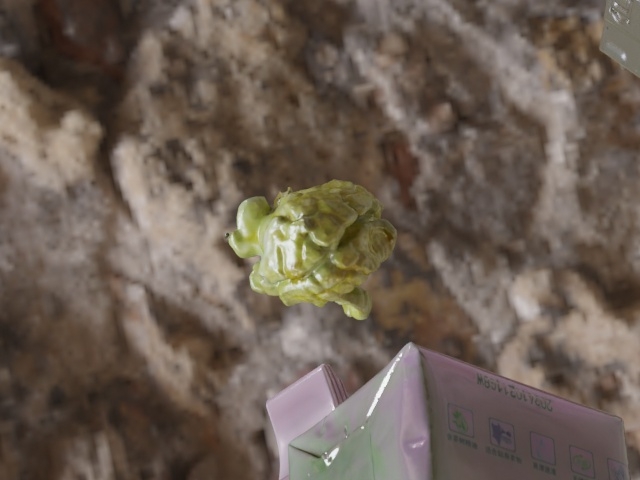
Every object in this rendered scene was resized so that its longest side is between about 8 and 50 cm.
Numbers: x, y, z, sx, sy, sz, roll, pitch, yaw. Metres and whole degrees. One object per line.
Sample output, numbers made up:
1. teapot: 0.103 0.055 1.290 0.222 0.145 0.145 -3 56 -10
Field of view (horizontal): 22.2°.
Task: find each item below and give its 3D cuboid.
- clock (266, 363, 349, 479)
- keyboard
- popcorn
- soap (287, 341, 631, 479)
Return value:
1. clock: 0.013 0.245 1.563 0.275 0.080 0.290 33 -154 -47
2. keyboard: 0.185 -0.092 0.830 0.129 0.015 0.049 47 143 48
3. popcorn: 0.000 0.000 1.573 0.162 0.141 0.135 44 160 15
4. soap: 0.100 0.192 1.179 0.182 0.199 0.138 -44 34 41
